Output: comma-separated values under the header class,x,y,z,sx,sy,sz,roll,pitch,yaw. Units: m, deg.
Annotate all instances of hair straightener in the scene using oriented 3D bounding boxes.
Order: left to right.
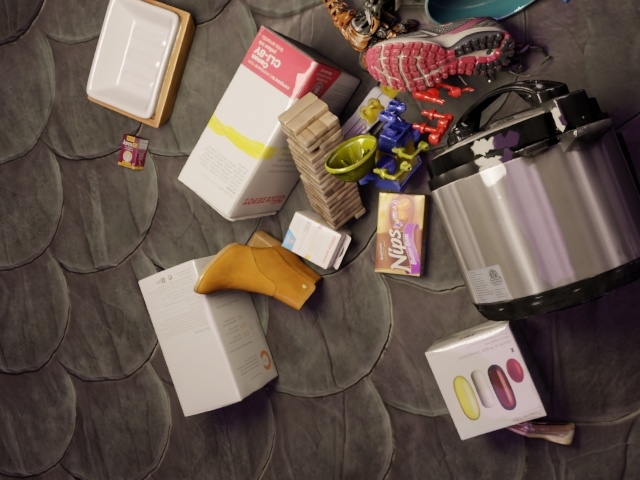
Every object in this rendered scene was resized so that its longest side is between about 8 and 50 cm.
class,x,y,z,sx,sy,sz,roll,pitch,yaw
hair straightener,0.376,-0.385,1.491,0.230,0.047,0.089,5,98,15

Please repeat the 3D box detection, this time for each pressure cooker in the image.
class,x,y,z,sx,sy,sz,roll,pitch,yaw
pressure cooker,0.407,-0.093,1.328,0.370,0.375,0.420,-22,88,24

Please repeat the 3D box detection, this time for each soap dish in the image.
class,x,y,z,sx,sy,sz,roll,pitch,yaw
soap dish,-0.450,-0.458,1.744,0.229,0.118,0.291,23,103,17

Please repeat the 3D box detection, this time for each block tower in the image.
class,x,y,z,sx,sy,sz,roll,pitch,yaw
block tower,0.009,-0.155,1.489,0.097,0.335,0.091,-39,55,-11

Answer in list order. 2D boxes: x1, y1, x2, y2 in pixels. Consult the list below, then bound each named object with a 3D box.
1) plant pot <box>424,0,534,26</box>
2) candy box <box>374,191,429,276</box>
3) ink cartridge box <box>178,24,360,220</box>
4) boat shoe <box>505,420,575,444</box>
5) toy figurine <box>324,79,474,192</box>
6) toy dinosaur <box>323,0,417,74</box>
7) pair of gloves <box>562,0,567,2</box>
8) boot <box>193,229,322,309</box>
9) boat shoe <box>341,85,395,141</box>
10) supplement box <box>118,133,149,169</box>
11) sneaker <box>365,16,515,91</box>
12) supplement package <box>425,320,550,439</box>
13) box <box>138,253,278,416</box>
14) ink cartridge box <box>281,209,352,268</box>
class,x,y,z,sx,sy,sz,roll,pitch,yaw
plant pot,0.308,-0.612,1.385,0.272,0.271,0.255,-20,73,21
candy box,0.187,-0.016,1.589,0.109,0.053,0.186,6,96,20
ink cartridge box,-0.112,-0.252,1.553,0.160,0.279,0.384,37,106,14
boat shoe,0.481,0.411,1.525,0.153,0.056,0.048,10,90,18
toy figurine,0.171,-0.165,1.449,0.191,0.362,0.217,18,141,26
toy dinosaur,0.124,-0.477,1.514,0.322,0.164,0.218,25,125,-13
pair of gloves,0.514,-0.595,1.424,0.198,0.023,0.159,-44,80,18
boot,-0.131,0.094,1.593,0.211,0.295,0.104,38,128,11
boat shoe,0.092,-0.243,1.583,0.076,0.083,0.226,39,106,14
supplement box,-0.494,-0.234,1.824,0.055,0.043,0.083,17,101,19
sneaker,0.240,-0.390,1.427,0.299,0.112,0.121,-7,137,-3
supplement package,0.366,0.292,1.503,0.194,0.149,0.203,-25,86,21
box,-0.269,0.220,1.696,0.168,0.215,0.345,-20,88,21
ink cartridge box,0.000,0.000,1.639,0.143,0.090,0.092,28,105,14
